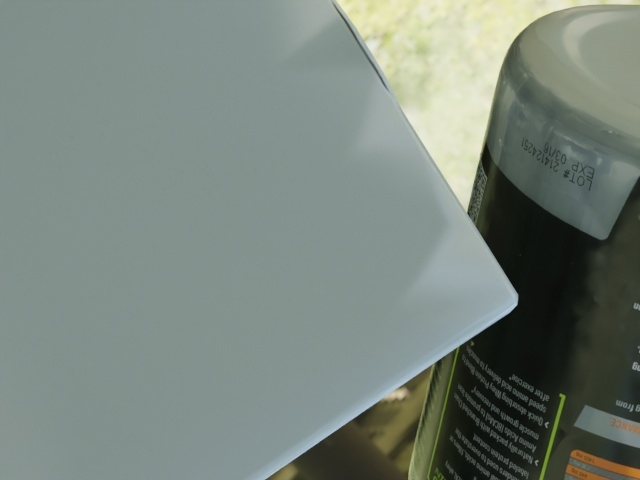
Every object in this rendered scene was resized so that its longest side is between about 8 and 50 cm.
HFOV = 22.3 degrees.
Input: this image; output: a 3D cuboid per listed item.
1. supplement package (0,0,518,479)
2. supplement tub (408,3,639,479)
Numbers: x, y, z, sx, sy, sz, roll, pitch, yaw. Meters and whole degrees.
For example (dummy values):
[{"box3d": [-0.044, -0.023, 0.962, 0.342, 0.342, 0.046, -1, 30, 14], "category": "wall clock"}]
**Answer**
[{"box3d": [-0.125, 0.031, 0.493, 0.293, 0.177, 0.175, -32, -179, -18], "category": "supplement package"}, {"box3d": [0.150, 0.064, 0.768, 0.193, 0.193, 0.316, -50, 154, -58], "category": "supplement tub"}]
